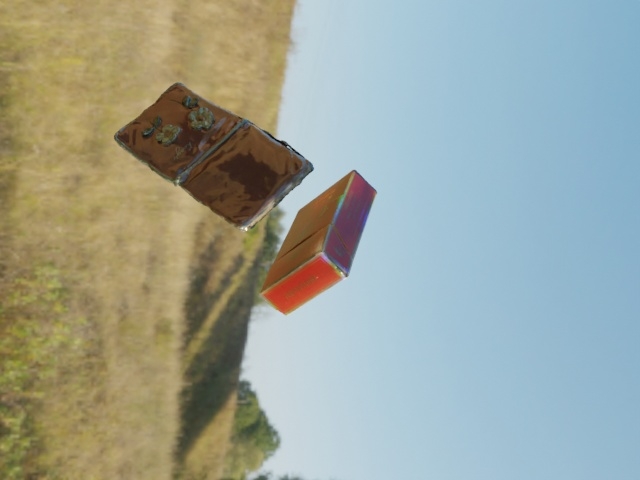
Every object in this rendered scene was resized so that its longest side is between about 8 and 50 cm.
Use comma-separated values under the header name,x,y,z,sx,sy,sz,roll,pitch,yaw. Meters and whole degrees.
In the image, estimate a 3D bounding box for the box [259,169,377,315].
name,x,y,z,sx,sy,sz,roll,pitch,yaw
box,-0.001,-0.001,0.956,0.112,0.048,0.175,-34,-159,34

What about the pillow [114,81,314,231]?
name,x,y,z,sx,sy,sz,roll,pitch,yaw
pillow,-0.129,-0.103,0.943,0.126,0.232,0.043,-49,154,-18
